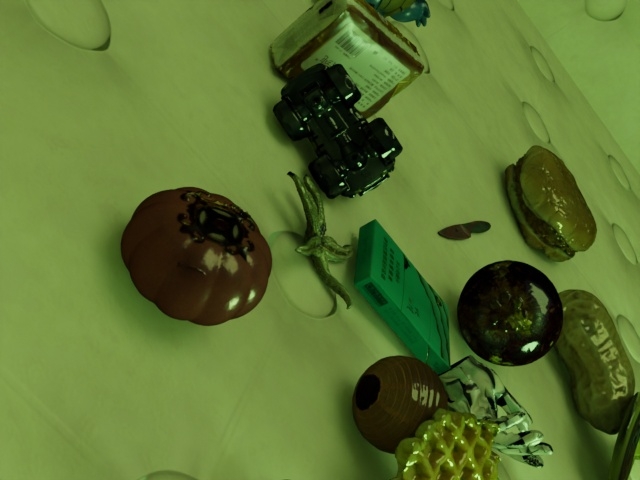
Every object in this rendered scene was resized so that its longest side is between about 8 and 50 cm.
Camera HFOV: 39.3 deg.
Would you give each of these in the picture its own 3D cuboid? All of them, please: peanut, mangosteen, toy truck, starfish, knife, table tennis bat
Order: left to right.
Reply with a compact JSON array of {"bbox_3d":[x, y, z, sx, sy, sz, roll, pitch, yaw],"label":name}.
[{"bbox_3d":[-0.002,0.001,1.349,0.223,0.050,0.217,66,12,5],"label":"starfish"},{"bbox_3d":[0.030,-0.180,1.502,0.224,0.147,0.165,55,6,-1],"label":"toy truck"},{"bbox_3d":[0.302,-0.019,1.868,0.247,0.018,0.035,-10,75,-56],"label":"knife"},{"bbox_3d":[0.346,0.136,1.644,0.192,0.192,0.217,66,7,13],"label":"mangosteen"},{"bbox_3d":[0.577,0.253,1.907,0.153,0.140,0.325,31,41,-48],"label":"peanut"},{"bbox_3d":[0.647,0.430,1.863,0.369,0.054,0.224,29,78,-62],"label":"table tennis bat"}]

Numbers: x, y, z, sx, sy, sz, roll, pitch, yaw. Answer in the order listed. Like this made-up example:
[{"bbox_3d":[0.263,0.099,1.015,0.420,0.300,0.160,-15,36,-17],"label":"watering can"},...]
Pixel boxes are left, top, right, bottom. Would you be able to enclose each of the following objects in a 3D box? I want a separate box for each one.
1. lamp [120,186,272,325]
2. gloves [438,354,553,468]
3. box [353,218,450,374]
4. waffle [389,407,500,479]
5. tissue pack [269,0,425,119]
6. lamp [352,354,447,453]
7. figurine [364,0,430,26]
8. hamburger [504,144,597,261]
[{"bbox_3d":[-0.147,0.023,1.049,0.182,0.140,0.182,25,34,-19],"label":"lamp"},{"bbox_3d":[0.284,0.291,1.472,0.212,0.111,0.127,59,3,6],"label":"gloves"},{"bbox_3d":[0.137,0.092,1.471,0.226,0.042,0.160,49,28,-24],"label":"box"},{"bbox_3d":[0.162,0.353,1.183,0.291,0.051,0.291,-8,100,-52],"label":"waffle"},{"bbox_3d":[0.050,-0.322,1.592,0.226,0.183,0.091,27,38,-43],"label":"tissue pack"},{"bbox_3d":[0.110,0.227,1.237,0.136,0.136,0.136,37,37,-34],"label":"lamp"},{"bbox_3d":[0.145,-0.587,1.947,0.243,0.297,0.416,21,32,3],"label":"figurine"},{"bbox_3d":[0.567,-0.096,2.206,0.260,0.145,0.283,12,48,-48],"label":"hamburger"}]
